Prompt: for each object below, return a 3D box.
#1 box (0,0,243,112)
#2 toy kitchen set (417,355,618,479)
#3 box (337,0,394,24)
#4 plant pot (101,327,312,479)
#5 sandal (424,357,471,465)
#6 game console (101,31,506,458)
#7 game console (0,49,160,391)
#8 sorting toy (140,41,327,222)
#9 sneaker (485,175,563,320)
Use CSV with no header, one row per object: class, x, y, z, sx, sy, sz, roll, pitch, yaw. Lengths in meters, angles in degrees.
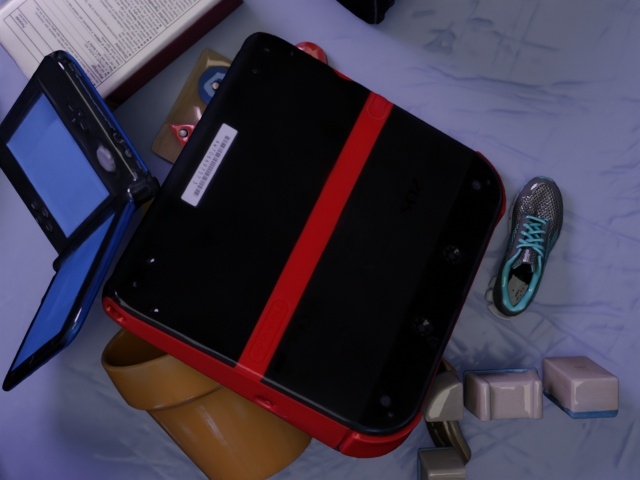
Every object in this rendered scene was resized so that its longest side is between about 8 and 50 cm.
box,-0.220,-0.249,1.542,0.232,0.127,0.149,-39,91,4
toy kitchen set,0.207,0.221,1.542,0.207,0.122,0.166,-1,97,-5
box,0.012,-0.559,1.437,0.480,0.297,0.472,37,92,0
plant pot,-0.103,0.157,1.536,0.205,0.205,0.188,-27,107,4
sandal,0.133,0.167,1.582,0.049,0.072,0.180,-28,102,-17
game console,0.000,0.000,1.472,0.342,0.060,0.387,29,59,-5
game console,-0.296,-0.013,1.456,0.173,0.293,0.250,-34,91,-30
sorting toy,-0.109,-0.120,1.585,0.132,0.046,0.275,29,94,1
sneaker,0.232,0.011,1.562,0.065,0.076,0.167,14,94,1
